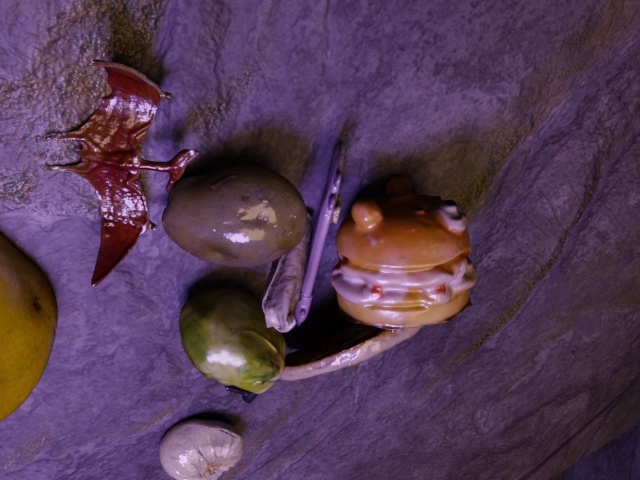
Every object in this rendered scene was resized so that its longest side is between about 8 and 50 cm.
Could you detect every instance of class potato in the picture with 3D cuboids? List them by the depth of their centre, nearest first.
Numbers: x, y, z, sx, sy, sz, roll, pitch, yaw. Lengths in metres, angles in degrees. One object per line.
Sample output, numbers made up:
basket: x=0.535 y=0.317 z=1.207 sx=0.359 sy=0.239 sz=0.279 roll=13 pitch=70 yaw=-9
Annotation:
potato: x=-0.139 y=-0.038 z=1.044 sx=0.235 sy=0.160 sz=0.178 roll=2 pitch=109 yaw=-7

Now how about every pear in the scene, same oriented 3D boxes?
pear: x=-0.565 y=0.168 z=0.946 sx=0.340 sy=0.191 sz=0.386 roll=-9 pitch=130 yaw=-24

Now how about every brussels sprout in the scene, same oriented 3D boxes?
brussels sprout: x=-0.162 y=0.183 z=1.175 sx=0.223 sy=0.223 sz=0.161 roll=34 pitch=93 yaw=-43

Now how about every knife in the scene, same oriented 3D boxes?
knife: x=0.001 y=0.000 z=1.185 sx=0.038 sy=0.132 sz=0.398 roll=13 pitch=129 yaw=-4

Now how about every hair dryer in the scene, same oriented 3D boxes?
hair dryer: x=-0.177 y=0.333 z=1.421 sx=0.083 sy=0.026 sz=0.047 roll=26 pitch=109 yaw=-33

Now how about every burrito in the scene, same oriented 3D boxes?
burrito: x=-0.060 y=0.059 z=1.152 sx=0.060 sy=0.226 sz=0.087 roll=23 pitch=144 yaw=-23

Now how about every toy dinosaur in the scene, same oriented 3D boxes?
toy dinosaur: x=-0.301 y=-0.093 z=0.924 sx=0.206 sy=0.113 sz=0.327 roll=31 pitch=115 yaw=-23

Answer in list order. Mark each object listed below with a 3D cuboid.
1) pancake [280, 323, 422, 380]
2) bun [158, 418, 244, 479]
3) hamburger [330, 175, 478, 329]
pancake: x=0.067 y=0.206 z=1.298 sx=0.356 sy=0.065 sz=0.356 roll=-25 pitch=177 yaw=-2
bun: x=-0.263 y=0.475 z=1.426 sx=0.188 sy=0.111 sz=0.164 roll=23 pitch=110 yaw=-36
hamburger: x=0.154 y=0.014 z=1.187 sx=0.276 sy=0.276 sz=0.236 roll=-12 pitch=111 yaw=-21
